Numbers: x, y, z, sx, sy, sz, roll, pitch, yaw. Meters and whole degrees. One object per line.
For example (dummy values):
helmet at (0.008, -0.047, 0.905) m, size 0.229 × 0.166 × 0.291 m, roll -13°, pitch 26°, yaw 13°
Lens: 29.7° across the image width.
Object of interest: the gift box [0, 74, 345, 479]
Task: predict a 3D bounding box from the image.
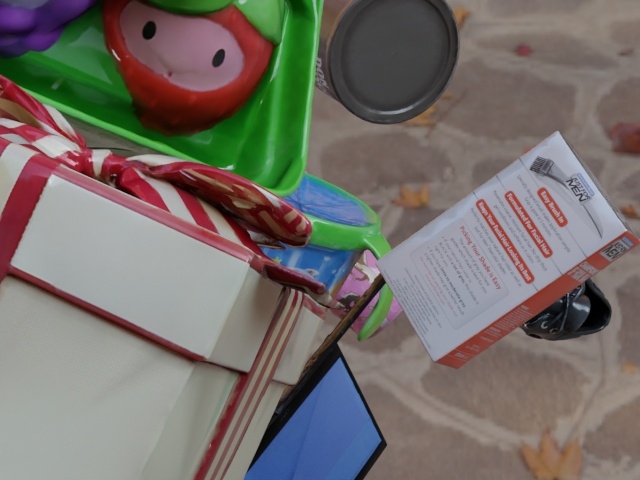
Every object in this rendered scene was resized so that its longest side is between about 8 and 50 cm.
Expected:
gift box at (-0.140, 0.064, 0.558) m, size 0.255 × 0.276 × 0.258 m, roll 24°, pitch 83°, yaw 6°

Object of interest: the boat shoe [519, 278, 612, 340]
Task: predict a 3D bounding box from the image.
boat shoe at (0.341, 0.088, 1.747) m, size 0.113 × 0.340 × 0.127 m, roll 29°, pitch 90°, yaw 29°

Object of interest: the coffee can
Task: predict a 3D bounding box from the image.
coffee can at (0.050, -0.305, 1.768) m, size 0.202 × 0.201 × 0.275 m, roll -22°, pitch 29°, yaw -15°

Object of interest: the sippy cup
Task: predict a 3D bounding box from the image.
sippy cup at (-0.064, 0.031, 1.667) m, size 0.240 × 0.224 × 0.305 m, roll 12°, pitch 19°, yaw -35°

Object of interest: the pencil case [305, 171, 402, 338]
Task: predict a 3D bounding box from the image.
pencil case at (0.000, 0.000, 2.099) m, size 0.386 × 0.167 × 0.160 m, roll 42°, pitch 25°, yaw -7°

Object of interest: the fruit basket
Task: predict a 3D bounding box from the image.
fruit basket at (-0.115, -0.209, 0.799) m, size 0.392 × 0.392 × 0.282 m, roll 3°, pitch 73°, yaw 10°

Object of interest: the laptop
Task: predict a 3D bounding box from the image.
laptop at (0.016, 0.192, 1.231) m, size 0.137 × 0.264 × 0.234 m, roll 39°, pitch 49°, yaw 3°

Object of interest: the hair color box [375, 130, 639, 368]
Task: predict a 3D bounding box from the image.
hair color box at (0.136, 0.009, 0.885) m, size 0.167 × 0.053 × 0.093 m, roll -37°, pitch 65°, yaw 16°
